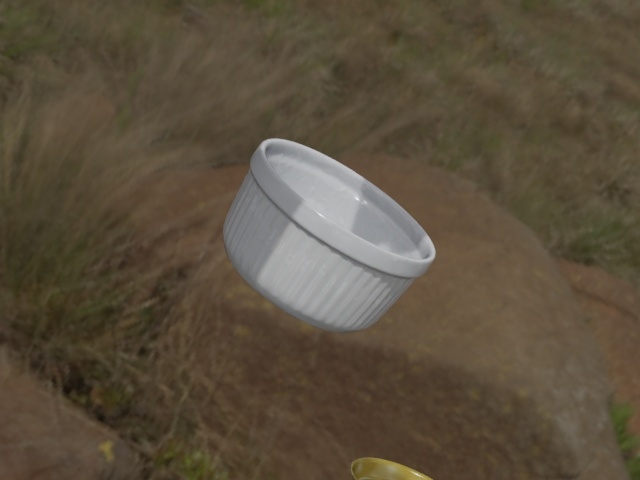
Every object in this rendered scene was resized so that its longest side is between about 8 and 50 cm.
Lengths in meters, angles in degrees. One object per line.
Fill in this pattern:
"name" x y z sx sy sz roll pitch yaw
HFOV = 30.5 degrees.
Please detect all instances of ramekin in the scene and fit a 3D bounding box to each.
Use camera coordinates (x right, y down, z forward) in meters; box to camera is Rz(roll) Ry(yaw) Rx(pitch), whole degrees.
"ramekin" 0.000 0.000 1.168 0.207 0.109 0.207 31 17 -11

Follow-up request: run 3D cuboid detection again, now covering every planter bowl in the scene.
"planter bowl" 0.132 0.453 1.940 0.217 0.090 0.217 21 10 -4
